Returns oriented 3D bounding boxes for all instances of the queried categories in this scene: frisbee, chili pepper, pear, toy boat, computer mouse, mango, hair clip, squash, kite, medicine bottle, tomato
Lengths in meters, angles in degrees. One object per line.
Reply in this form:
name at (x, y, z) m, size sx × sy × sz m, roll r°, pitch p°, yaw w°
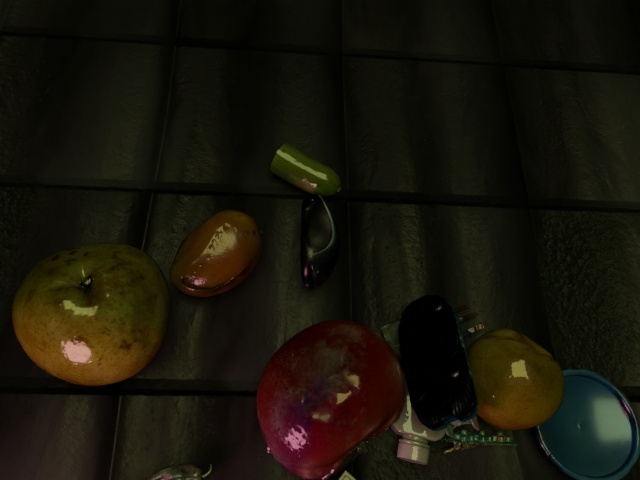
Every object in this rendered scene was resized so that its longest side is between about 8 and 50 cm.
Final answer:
frisbee at (0.585, 0.409, 1.135) m, size 0.242 × 0.045 × 0.241 m, roll 2°, pitch 67°, yaw -4°
chili pepper at (-0.295, 0.481, 1.027) m, size 0.153 × 0.041 × 0.050 m, roll -6°, pitch 24°, yaw -7°
pear at (0.400, 0.301, 1.087) m, size 0.209 × 0.209 × 0.208 m, roll 2°, pitch 66°, yaw -4°
toy boat at (0.254, 0.257, 1.084) m, size 0.134 × 0.092 × 0.298 m, roll -28°, pitch 39°, yaw 24°
pear at (-0.455, 0.146, 1.030) m, size 0.304 × 0.304 × 0.303 m, roll 2°, pitch 66°, yaw -4°
computer mouse at (0.000, 0.000, 1.216) m, size 0.097 × 0.137 × 0.233 m, roll 2°, pitch 64°, yaw -1°
mango at (-0.239, 0.034, 1.182) m, size 0.236 × 0.136 × 0.166 m, roll -35°, pitch 76°, yaw -13°
hair clip at (0.343, 0.432, 1.104) m, size 0.173 × 0.049 × 0.049 m, roll -2°, pitch 66°, yaw -4°
squash at (-0.032, -0.169, 1.320) m, size 0.188 × 0.095 × 0.095 m, roll 31°, pitch 67°, yaw 4°
kite at (0.268, 0.212, 1.190) m, size 0.245 × 0.015 × 0.141 m, roll -18°, pitch 45°, yaw -17°
medicine bottle at (0.212, 0.380, 1.102) m, size 0.119 × 0.069 × 0.183 m, roll 13°, pitch 64°, yaw 4°
tomato at (-0.001, 0.296, 1.035) m, size 0.335 × 0.176 × 0.289 m, roll -36°, pitch 59°, yaw -8°

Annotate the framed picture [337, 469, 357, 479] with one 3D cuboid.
framed picture at (0.046, 0.565, 1.036) m, size 0.109 × 0.011 × 0.149 m, roll 38°, pitch 69°, yaw 12°
